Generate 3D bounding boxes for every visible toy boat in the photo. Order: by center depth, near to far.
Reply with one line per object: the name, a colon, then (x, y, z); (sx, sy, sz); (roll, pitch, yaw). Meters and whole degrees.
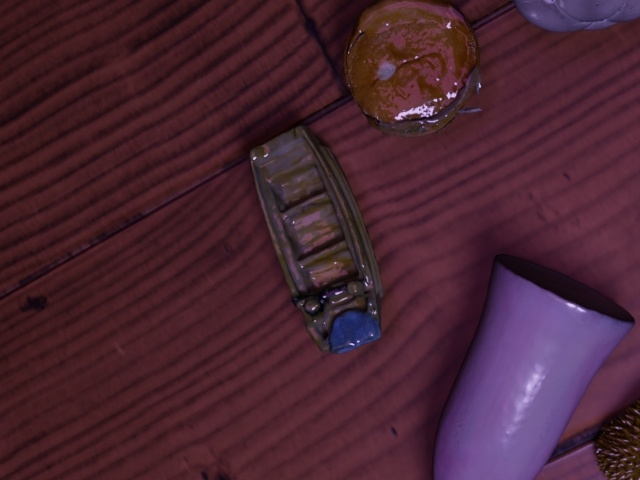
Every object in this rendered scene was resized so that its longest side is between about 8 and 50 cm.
toy boat: (0.002, 0.002, 1.595); (0.111, 0.084, 0.276); (-24, 79, 15)

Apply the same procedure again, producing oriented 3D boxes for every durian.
durian: (0.412, 0.221, 1.468); (0.208, 0.102, 0.146); (-41, 73, 6)

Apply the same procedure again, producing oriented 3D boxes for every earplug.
earplug: (0.214, 0.185, 1.499); (0.172, 0.172, 0.301); (27, 101, 14)

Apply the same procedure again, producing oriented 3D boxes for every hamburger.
hamburger: (0.113, -0.203, 1.563); (0.185, 0.113, 0.177); (34, 91, 6)

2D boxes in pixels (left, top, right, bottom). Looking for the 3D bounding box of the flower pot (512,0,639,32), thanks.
flower pot: (0.295, -0.353, 1.471); (0.246, 0.195, 0.246); (0, 89, 14)
